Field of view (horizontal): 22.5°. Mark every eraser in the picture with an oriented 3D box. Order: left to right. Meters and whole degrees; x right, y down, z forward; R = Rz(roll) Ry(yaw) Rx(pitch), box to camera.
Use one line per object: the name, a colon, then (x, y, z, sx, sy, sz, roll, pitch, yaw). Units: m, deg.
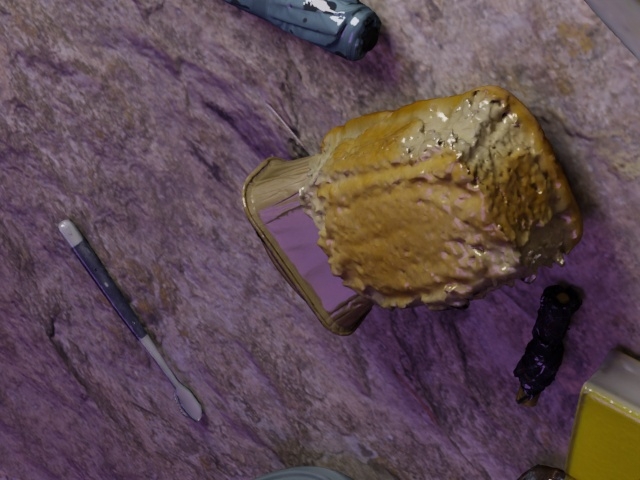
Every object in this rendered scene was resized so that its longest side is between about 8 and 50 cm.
eraser: (0.319, 0.205, 1.385, 0.226, 0.069, 0.158, 28, 142, 24)

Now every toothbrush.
toothbrush: (-0.219, 0.094, 1.867, 0.288, 0.024, 0.026, 57, 157, -16)

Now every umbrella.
umbrella: (-0.060, -0.221, 1.366, 0.250, 0.052, 0.053, 30, 172, 21)
umbrella: (0.199, 0.095, 1.427, 0.037, 0.040, 0.144, 38, 141, 24)

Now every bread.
bread: (0.094, -0.031, 1.342, 0.245, 0.121, 0.174, -12, 108, 53)

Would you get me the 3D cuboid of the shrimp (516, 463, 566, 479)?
shrimp: (0.188, 0.299, 1.588, 0.079, 0.090, 0.233, 28, 131, -8)

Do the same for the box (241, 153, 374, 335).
box: (0.000, 0.000, 1.486, 0.177, 0.111, 0.111, 55, 144, -11)

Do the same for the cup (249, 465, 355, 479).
cup: (0.032, 0.399, 1.748, 0.356, 0.259, 0.275, -17, 115, 18)

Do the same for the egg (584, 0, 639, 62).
egg: (0.269, -0.216, 0.916, 0.337, 0.201, 0.337, 50, 170, 12)
